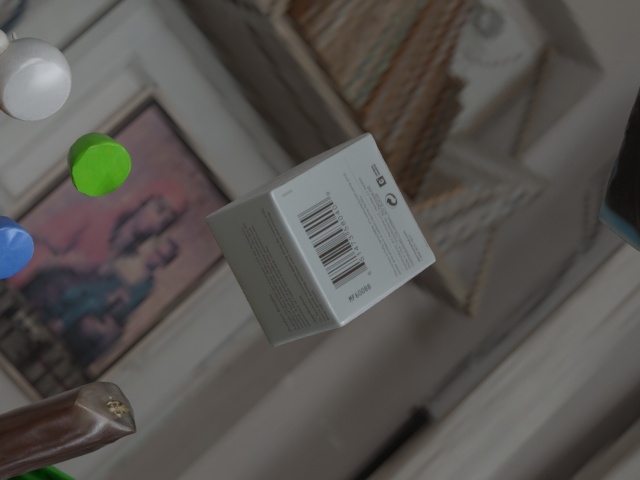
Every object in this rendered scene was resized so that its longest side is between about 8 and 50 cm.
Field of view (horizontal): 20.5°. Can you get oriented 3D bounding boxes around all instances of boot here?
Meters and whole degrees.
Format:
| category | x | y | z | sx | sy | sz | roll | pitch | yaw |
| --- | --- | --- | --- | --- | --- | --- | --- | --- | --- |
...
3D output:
| category | x | y | z | sx | sy | sz | roll | pitch | yaw |
| --- | --- | --- | --- | --- | --- | --- | --- | --- | --- |
| boot | -0.137 | 0.079 | 0.710 | 0.106 | 0.114 | 0.037 | 24 | 52 | -72 |

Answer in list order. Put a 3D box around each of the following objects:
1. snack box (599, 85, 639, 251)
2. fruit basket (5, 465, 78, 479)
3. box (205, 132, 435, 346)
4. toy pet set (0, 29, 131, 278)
| category | x | y | z | sx | sy | sz | roll | pitch | yaw |
| --- | --- | --- | --- | --- | --- | --- | --- | --- | --- |
| snack box | 0.265 | -0.137 | 0.822 | 0.187 | 0.322 | 0.060 | 7 | 18 | -26 |
| fruit basket | -0.305 | 0.330 | 1.409 | 0.283 | 0.392 | 0.392 | 24 | -23 | 32 |
| box | 0.000 | 0.000 | 1.181 | 0.087 | 0.102 | 0.101 | -21 | -81 | 53 |
| toy pet set | -0.072 | -0.075 | 0.406 | 0.114 | 0.122 | 0.065 | 48 | 2 | -46 |
